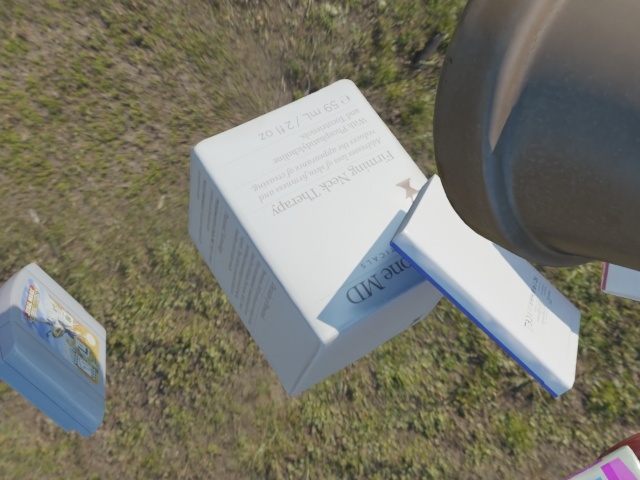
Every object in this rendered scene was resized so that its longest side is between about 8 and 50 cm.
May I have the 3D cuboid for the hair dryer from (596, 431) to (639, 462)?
[{"bbox_3d":[0.637,0.457,1.516,0.223,0.080,0.294,-1,120,11],"label":"hair dryer"}]

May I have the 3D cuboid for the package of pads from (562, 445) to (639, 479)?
[{"bbox_3d":[0.455,0.501,1.215,0.229,0.101,0.297,-34,62,11],"label":"package of pads"}]

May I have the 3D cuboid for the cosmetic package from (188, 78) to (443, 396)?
[{"bbox_3d":[0.000,0.000,1.422,0.329,0.327,0.394,-28,72,-22],"label":"cosmetic package"}]

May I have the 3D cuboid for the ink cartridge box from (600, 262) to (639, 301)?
[{"bbox_3d":[0.570,-0.106,1.230,0.160,0.384,0.279,13,122,28],"label":"ink cartridge box"}]

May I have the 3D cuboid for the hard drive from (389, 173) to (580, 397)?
[{"bbox_3d":[0.253,0.058,1.175,0.318,0.210,0.040,43,123,-4],"label":"hard drive"}]

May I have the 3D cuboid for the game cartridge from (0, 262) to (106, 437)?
[{"bbox_3d":[-0.409,0.150,1.203,0.062,0.297,0.198,-35,117,1],"label":"game cartridge"}]

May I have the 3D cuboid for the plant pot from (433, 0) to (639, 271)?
[{"bbox_3d":[0.238,-0.069,0.499,0.263,0.229,0.263,-17,124,-26],"label":"plant pot"}]
